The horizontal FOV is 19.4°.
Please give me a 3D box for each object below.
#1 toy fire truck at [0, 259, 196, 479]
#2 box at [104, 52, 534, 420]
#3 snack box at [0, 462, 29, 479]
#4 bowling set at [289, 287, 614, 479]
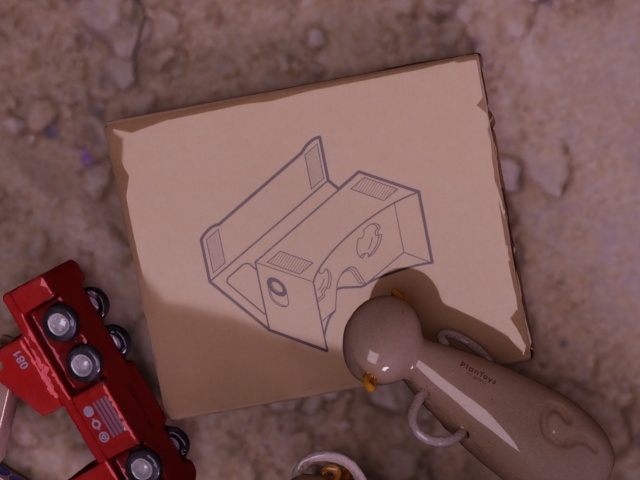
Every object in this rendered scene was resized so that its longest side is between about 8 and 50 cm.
[{"bbox_3d":[-0.166,0.079,0.999,0.135,0.047,0.192,-29,93,21],"label":"toy fire truck"},{"bbox_3d":[0.000,0.000,0.981,0.201,0.021,0.164,-10,97,11],"label":"box"},{"bbox_3d":[-0.163,0.170,1.034,0.178,0.022,0.064,30,102,4],"label":"snack box"},{"bbox_3d":[0.011,0.191,0.918,0.154,0.287,0.200,32,136,-9],"label":"bowling set"}]
